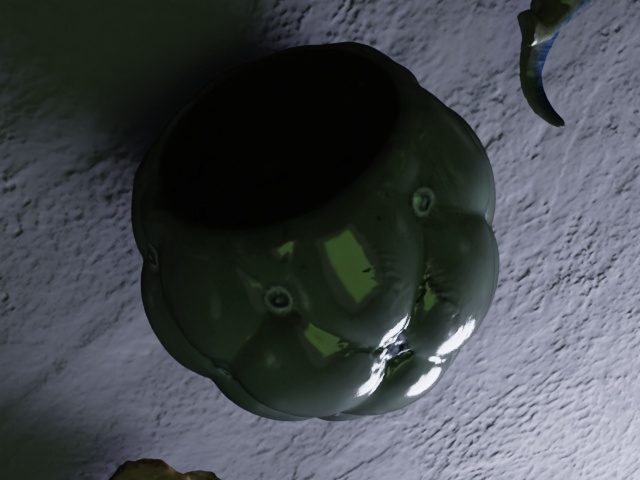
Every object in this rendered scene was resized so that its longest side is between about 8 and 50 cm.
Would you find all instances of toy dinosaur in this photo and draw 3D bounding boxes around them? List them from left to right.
[{"bbox_3d":[0.202,-0.215,0.914,0.188,0.075,0.248,-22,121,-21],"label":"toy dinosaur"}]

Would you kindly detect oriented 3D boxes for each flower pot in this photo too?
[{"bbox_3d":[0.000,0.000,0.845,0.246,0.246,0.195,-29,134,-6],"label":"flower pot"}]

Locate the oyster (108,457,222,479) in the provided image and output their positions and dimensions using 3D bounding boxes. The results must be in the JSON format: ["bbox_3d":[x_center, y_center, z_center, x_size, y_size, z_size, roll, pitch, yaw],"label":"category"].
[{"bbox_3d":[-0.188,0.320,1.018,0.197,0.133,0.337,15,110,-29],"label":"oyster"}]
